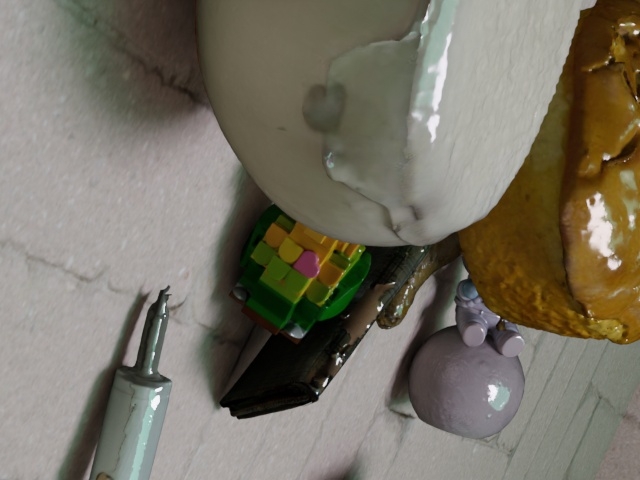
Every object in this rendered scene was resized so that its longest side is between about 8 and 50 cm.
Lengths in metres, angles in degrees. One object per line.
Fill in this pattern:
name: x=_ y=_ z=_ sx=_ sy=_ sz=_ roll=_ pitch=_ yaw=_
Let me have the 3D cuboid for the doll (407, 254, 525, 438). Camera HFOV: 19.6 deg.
doll: x=0.199 y=0.092 z=2.241 sx=0.151 sy=0.151 sz=0.287 roll=-1 pitch=107 yaw=-68

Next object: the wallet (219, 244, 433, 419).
wallet: x=0.035 y=0.040 z=1.756 sx=0.169 sy=0.044 sz=0.317 roll=-20 pitch=-152 yaw=56

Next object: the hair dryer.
hair dryer: x=-0.176 y=0.207 z=1.509 sx=0.173 sy=0.108 sz=0.357 roll=-1 pitch=105 yaw=-69

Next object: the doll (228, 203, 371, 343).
doll: x=-0.004 y=0.004 z=1.635 sx=0.134 sy=0.106 sz=0.186 roll=-45 pitch=169 yaw=-49

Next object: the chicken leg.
chicken leg: x=0.119 y=0.013 z=2.041 sx=0.198 sy=0.069 sz=0.085 roll=-58 pitch=157 yaw=-3

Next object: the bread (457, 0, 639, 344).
bread: x=0.306 y=-0.081 z=2.043 sx=0.398 sy=0.215 sz=0.398 roll=3 pitch=87 yaw=-60

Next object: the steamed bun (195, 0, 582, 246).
steamed bun: x=0.045 y=-0.183 z=1.363 sx=0.374 sy=0.241 sz=0.374 roll=-48 pitch=149 yaw=-42
